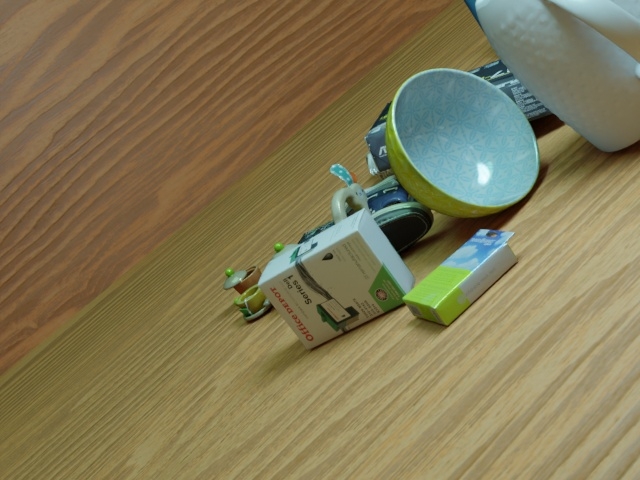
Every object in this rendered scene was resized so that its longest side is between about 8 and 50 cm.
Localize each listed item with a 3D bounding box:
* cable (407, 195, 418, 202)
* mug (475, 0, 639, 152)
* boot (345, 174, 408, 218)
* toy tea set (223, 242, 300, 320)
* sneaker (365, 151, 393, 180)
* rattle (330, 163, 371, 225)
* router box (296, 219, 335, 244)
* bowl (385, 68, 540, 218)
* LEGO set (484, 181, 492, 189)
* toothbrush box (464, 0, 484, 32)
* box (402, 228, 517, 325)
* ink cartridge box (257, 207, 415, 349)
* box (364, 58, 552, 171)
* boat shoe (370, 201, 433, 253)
[{"bbox_3d":[0.259,-0.139,1.939,0.140,0.072,0.287,-12,36,19],"label":"cable"},{"bbox_3d":[0.432,-0.337,1.444,0.276,0.328,0.374,-52,8,13],"label":"mug"},{"bbox_3d":[0.114,-0.069,1.972,0.190,0.069,0.086,-35,29,35],"label":"boot"},{"bbox_3d":[-0.104,0.059,1.946,0.336,0.124,0.200,-25,19,36],"label":"toy tea set"},{"bbox_3d":[0.167,-0.184,2.187,0.091,0.094,0.258,-53,9,7],"label":"sneaker"},{"bbox_3d":[0.096,-0.094,1.887,0.143,0.130,0.199,-37,36,45],"label":"rattle"},{"bbox_3d":[0.000,0.000,2.061,0.122,0.038,0.092,-25,20,35],"label":"router box"},{"bbox_3d":[0.230,-0.148,1.636,0.289,0.289,0.156,-47,-3,-35],"label":"bowl"},{"bbox_3d":[0.305,-0.159,1.794,0.183,0.060,0.244,-19,30,33],"label":"LEGO set"},{"bbox_3d":[0.533,-0.617,2.396,0.126,0.216,0.295,-39,15,-10],"label":"toothbrush box"},{"bbox_3d":[0.223,0.054,1.413,0.178,0.042,0.109,-40,17,-14],"label":"box"},{"bbox_3d":[0.026,0.071,1.570,0.219,0.160,0.092,-30,16,25],"label":"ink cartridge box"},{"bbox_3d":[0.312,-0.288,1.947,0.395,0.097,0.318,-18,19,21],"label":"box"},{"bbox_3d":[0.087,0.025,1.707,0.285,0.103,0.092,-26,31,23],"label":"boat shoe"}]
